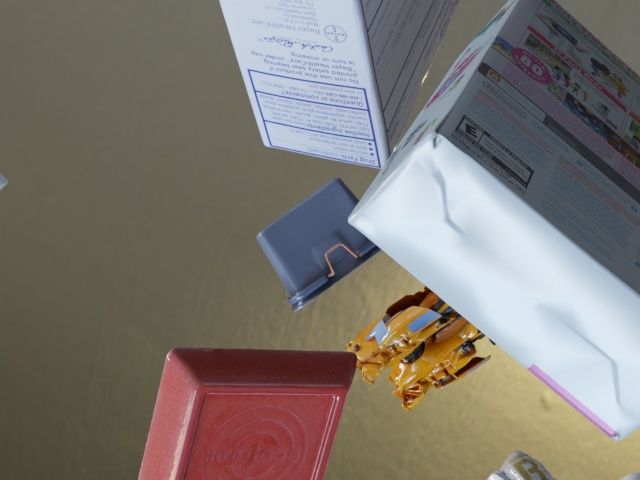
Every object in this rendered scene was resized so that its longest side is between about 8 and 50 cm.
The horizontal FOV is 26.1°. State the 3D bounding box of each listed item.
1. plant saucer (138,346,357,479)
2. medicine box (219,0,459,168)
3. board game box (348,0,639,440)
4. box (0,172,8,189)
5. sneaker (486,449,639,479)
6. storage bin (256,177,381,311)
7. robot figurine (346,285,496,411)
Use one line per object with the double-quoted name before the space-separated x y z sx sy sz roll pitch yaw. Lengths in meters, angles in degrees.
"plant saucer" -0.087 0.259 1.705 0.258 0.259 0.048 4 -157 -28
"medicine box" 0.027 -0.268 1.398 0.149 0.289 0.263 12 -124 19
"board game box" 0.172 -0.036 0.952 0.224 0.097 0.303 40 -146 -3
"box" -0.421 -0.070 1.358 0.170 0.130 0.091 46 -170 2
"sneaker" 0.264 0.300 1.560 0.108 0.292 0.169 -10 -122 -34
"storage bin" 0.000 0.000 1.449 0.135 0.098 0.091 -37 -89 -5
"robot figurine" 0.194 0.114 1.926 0.211 0.291 0.085 38 -157 -42
